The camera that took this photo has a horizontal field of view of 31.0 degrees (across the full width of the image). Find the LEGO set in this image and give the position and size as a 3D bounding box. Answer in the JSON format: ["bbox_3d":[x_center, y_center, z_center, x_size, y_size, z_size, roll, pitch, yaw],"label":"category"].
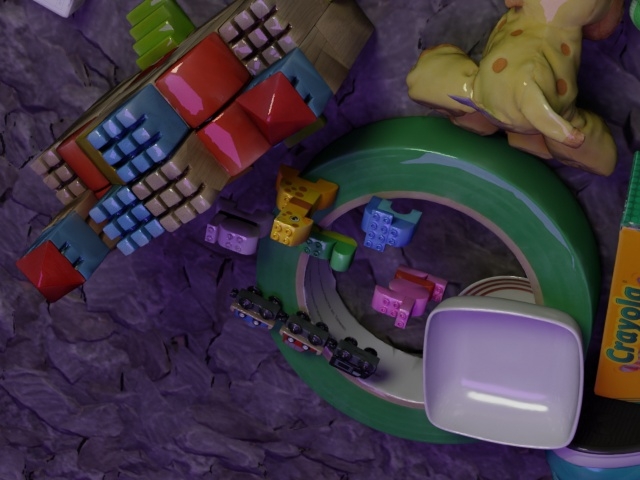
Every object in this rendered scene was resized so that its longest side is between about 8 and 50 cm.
[{"bbox_3d":[0.000,0.000,1.011,0.227,0.093,0.087,20,123,10],"label":"LEGO set"}]

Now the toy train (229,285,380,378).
[{"bbox_3d":[-0.018,0.089,1.111,0.158,0.027,0.036,27,135,5],"label":"toy train"}]

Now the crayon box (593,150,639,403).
[{"bbox_3d":[0.329,0.051,0.977,0.165,0.081,0.278,11,147,15],"label":"crayon box"}]

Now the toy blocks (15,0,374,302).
[{"bbox_3d":[-0.120,-0.097,0.982,0.381,0.261,0.191,-29,109,30],"label":"toy blocks"}]

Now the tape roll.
[{"bbox_3d":[0.100,0.043,1.099,0.321,0.077,0.321,10,122,17],"label":"tape roll"}]

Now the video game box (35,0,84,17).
[{"bbox_3d":[-0.277,-0.328,1.018,0.205,0.048,0.187,30,127,-2],"label":"video game box"}]

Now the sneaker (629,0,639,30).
[{"bbox_3d":[0.344,-0.089,0.931,0.295,0.109,0.123,44,120,-12],"label":"sneaker"}]

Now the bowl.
[{"bbox_3d":[0.166,0.111,1.033,0.142,0.053,0.142,8,121,18],"label":"bowl"}]

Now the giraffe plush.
[{"bbox_3d":[0.175,-0.166,0.922,0.181,0.210,0.171,23,92,18],"label":"giraffe plush"}]

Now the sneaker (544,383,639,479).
[{"bbox_3d":[0.362,0.232,1.123,0.295,0.124,0.178,1,132,5],"label":"sneaker"}]

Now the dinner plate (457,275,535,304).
[{"bbox_3d":[0.194,0.093,1.147,0.141,0.017,0.141,9,121,15],"label":"dinner plate"}]
